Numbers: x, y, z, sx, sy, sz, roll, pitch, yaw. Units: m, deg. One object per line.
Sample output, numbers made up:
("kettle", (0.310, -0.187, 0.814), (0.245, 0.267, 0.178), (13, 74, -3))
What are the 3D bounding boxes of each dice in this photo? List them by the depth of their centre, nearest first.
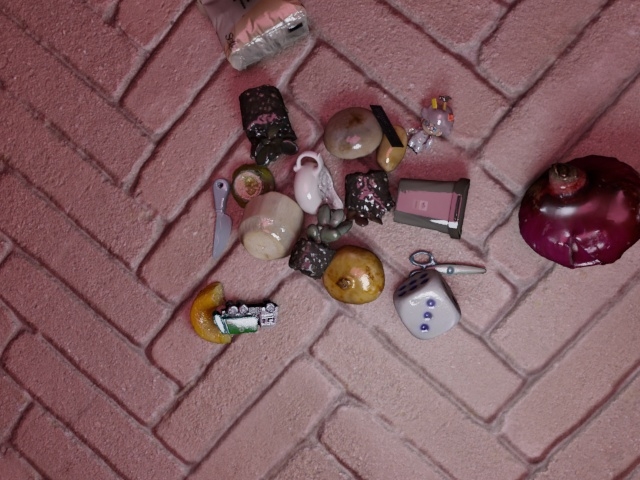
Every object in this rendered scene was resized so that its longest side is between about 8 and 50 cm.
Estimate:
("dice", (0.392, 0.235, 1.661), (0.193, 0.194, 0.191), (-30, 98, 19))

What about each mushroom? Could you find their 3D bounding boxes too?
("mushroom", (0.124, -0.391, 1.679), (0.227, 0.226, 0.178), (-25, 134, 8))

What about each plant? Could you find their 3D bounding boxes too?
("plant", (-0.002, 0.000, 1.614), (0.146, 0.149, 0.274), (37, 77, -27))
("plant", (0.175, -0.152, 1.684), (0.204, 0.178, 0.233), (-3, 97, 4))
("plant", (-0.203, -0.431, 1.705), (0.199, 0.188, 0.276), (-14, 90, 2))

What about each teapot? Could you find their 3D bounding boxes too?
("teapot", (-0.017, -0.205, 1.683), (0.139, 0.298, 0.204), (2, 52, 32))

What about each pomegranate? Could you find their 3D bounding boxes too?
("pomegranate", (0.123, 0.130, 1.684), (0.248, 0.248, 0.248), (0, 94, 7))

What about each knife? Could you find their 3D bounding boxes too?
("knife", (-0.401, -0.087, 1.836), (0.080, 0.044, 0.331), (3, 100, 4))

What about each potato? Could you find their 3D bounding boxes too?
("potato", (0.267, -0.343, 1.689), (0.109, 0.118, 0.178), (15, 99, -13))

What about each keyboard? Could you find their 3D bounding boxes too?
("keyboard", (0.238, -0.413, 1.620), (0.010, 0.064, 0.198), (-47, 59, 46))

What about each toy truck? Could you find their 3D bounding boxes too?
("toy truck", (-0.296, 0.297, 1.773), (0.253, 0.114, 0.124), (1, 95, -18))

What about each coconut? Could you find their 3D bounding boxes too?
("coconut", (-0.185, -0.064, 1.713), (0.238, 0.237, 0.265), (10, 50, 8))

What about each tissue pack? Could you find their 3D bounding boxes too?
("tissue pack", (-0.249, -0.872, 1.692), (0.390, 0.195, 0.375), (-29, 77, 8))

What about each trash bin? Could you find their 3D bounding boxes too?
("trash bin", (0.406, -0.131, 1.648), (0.250, 0.219, 0.219), (10, 93, 13))

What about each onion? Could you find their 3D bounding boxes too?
("onion", (0.827, -0.137, 1.481), (0.420, 0.398, 0.398), (35, 99, -31))

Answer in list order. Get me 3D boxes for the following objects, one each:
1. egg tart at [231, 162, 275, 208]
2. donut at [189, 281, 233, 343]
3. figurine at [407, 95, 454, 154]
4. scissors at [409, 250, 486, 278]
("egg tart", (-0.273, -0.215, 1.788), (0.197, 0.078, 0.197), (1, 96, 6))
("donut", (-0.464, 0.312, 1.845), (0.152, 0.101, 0.259), (-9, 97, 13))
("figurine", (0.417, -0.426, 1.674), (0.137, 0.112, 0.229), (44, 111, 10))
("scissors", (0.487, 0.112, 1.731), (0.289, 0.041, 0.138), (2, 95, 11))
